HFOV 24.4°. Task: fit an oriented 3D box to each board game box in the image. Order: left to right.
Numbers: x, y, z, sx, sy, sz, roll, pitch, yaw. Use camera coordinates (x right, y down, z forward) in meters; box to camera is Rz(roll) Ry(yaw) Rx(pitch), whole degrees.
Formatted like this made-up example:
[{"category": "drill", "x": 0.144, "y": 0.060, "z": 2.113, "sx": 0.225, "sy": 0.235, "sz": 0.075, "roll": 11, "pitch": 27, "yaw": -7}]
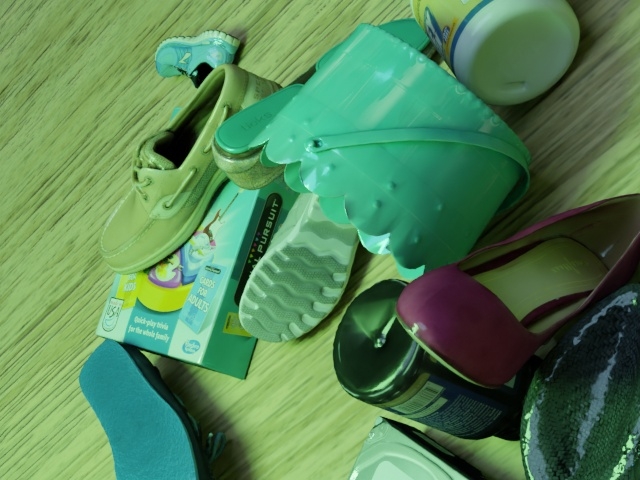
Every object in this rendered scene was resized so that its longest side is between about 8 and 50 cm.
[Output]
[{"category": "board game box", "x": -0.150, "y": -0.005, "z": 1.953, "sx": 0.254, "sy": 0.079, "sz": 0.336, "roll": 8, "pitch": 77, "yaw": 50}]

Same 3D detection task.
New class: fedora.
[{"category": "fedora", "x": 0.284, "y": 0.160, "z": 1.313, "sx": 0.334, "sy": 0.152, "sz": 0.334, "roll": -25, "pitch": 54, "yaw": 39}]

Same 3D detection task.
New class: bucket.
[{"category": "bucket", "x": 0.079, "y": -0.087, "z": 1.583, "sx": 0.183, "sy": 0.281, "sz": 0.281, "roll": -51, "pitch": 39, "yaw": -1}]

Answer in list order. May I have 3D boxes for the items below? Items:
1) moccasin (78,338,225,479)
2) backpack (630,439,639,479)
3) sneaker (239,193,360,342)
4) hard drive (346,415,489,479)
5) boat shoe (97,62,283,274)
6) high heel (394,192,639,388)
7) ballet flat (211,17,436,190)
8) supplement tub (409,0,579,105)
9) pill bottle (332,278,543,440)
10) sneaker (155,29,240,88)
[{"category": "moccasin", "x": -0.188, "y": 0.244, "z": 1.842, "sx": 0.138, "sy": 0.117, "sz": 0.342, "roll": -43, "pitch": 44, "yaw": 13}, {"category": "backpack", "x": 0.347, "y": 0.168, "z": 1.153, "sx": 0.173, "sy": 0.117, "sz": 0.158, "roll": -43, "pitch": 73, "yaw": -14}, {"category": "sneaker", "x": 0.000, "y": 0.000, "z": 1.788, "sx": 0.281, "sy": 0.105, "sz": 0.115, "roll": -57, "pitch": 6, "yaw": 10}, {"category": "hard drive", "x": 0.065, "y": 0.373, "z": 1.495, "sx": 0.237, "sy": 0.064, "sz": 0.339, "roll": 29, "pitch": 97, "yaw": 58}, {"category": "boat shoe", "x": -0.190, "y": -0.095, "z": 1.891, "sx": 0.341, "sy": 0.110, "sz": 0.121, "roll": -47, "pitch": 43, "yaw": 21}, {"category": "high heel", "x": 0.192, "y": 0.021, "z": 1.335, "sx": 0.127, "sy": 0.377, "sz": 0.181, "roll": 44, "pitch": 108, "yaw": 13}, {"category": "ballet flat", "x": 0.011, "y": -0.162, "z": 1.807, "sx": 0.316, "sy": 0.106, "sz": 0.107, "roll": -29, "pitch": 49, "yaw": -9}, {"category": "supplement tub", "x": 0.185, "y": -0.259, "z": 1.651, "sx": 0.144, "sy": 0.144, "sz": 0.200, "roll": -48, "pitch": 41, "yaw": 20}, {"category": "pill bottle", "x": 0.128, "y": 0.126, "z": 1.454, "sx": 0.123, "sy": 0.219, "sz": 0.123, "roll": -25, "pitch": 53, "yaw": 39}, {"category": "sneaker", "x": -0.186, "y": -0.255, "z": 2.139, "sx": 0.162, "sy": 0.063, "sz": 0.073, "roll": -8, "pitch": 69, "yaw": 47}]
